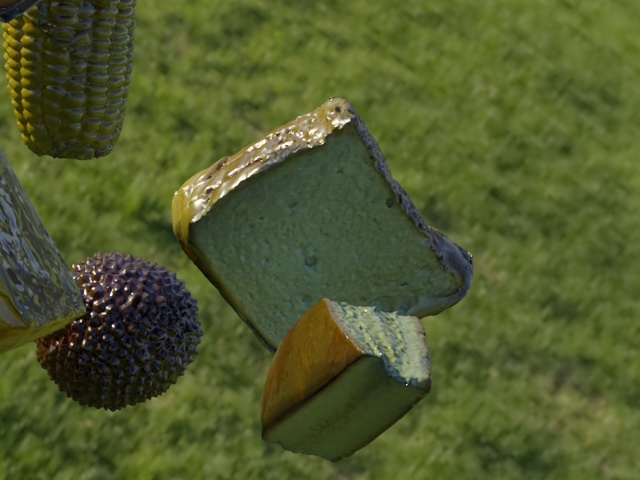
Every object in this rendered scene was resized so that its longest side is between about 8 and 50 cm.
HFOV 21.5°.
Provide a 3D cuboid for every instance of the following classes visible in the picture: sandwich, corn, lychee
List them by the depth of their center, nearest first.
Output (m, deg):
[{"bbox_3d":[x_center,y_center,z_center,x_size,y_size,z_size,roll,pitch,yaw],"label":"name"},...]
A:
[{"bbox_3d":[-0.134,-0.153,0.911,0.080,0.231,0.080,3,18,-1],"label":"corn"},{"bbox_3d":[0.021,0.111,1.398,0.094,0.258,0.096,13,64,-17],"label":"sandwich"},{"bbox_3d":[0.000,0.000,1.672,0.251,0.226,0.087,52,14,-32],"label":"sandwich"},{"bbox_3d":[-0.218,0.095,1.807,0.188,0.188,0.188,28,27,-16],"label":"lychee"}]

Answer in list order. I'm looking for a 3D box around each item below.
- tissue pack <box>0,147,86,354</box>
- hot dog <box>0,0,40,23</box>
[{"bbox_3d":[-0.449,0.031,1.478,0.293,0.382,0.228,62,6,-3],"label":"tissue pack"},{"bbox_3d":[-0.131,-0.170,0.790,0.191,0.059,0.108,-36,84,-36],"label":"hot dog"}]
